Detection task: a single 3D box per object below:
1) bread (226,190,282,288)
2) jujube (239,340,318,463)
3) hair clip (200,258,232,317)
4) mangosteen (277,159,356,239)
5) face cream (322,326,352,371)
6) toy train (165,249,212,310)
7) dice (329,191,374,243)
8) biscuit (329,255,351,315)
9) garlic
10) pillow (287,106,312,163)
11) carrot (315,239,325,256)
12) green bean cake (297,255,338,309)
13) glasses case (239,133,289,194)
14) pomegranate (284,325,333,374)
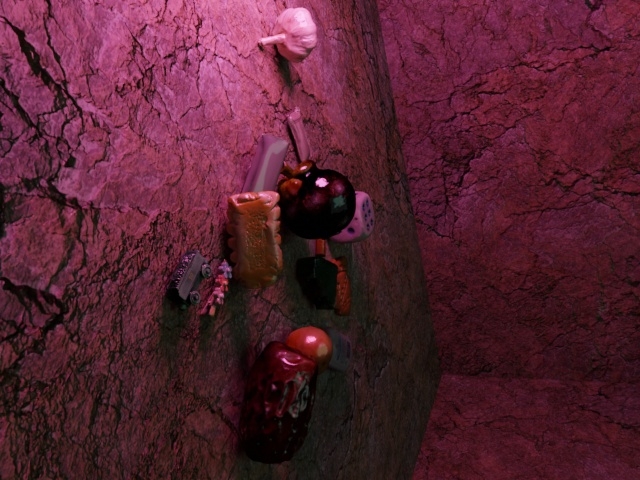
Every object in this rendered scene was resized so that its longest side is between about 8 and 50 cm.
[{"bbox_3d":[-0.213,-0.001,1.748,0.121,0.172,0.311,-157,-115,-74],"label":"bread"},{"bbox_3d":[-0.129,0.513,1.750,0.258,0.258,0.377,32,60,-60],"label":"jujube"},{"bbox_3d":[-0.303,0.141,1.648,0.062,0.056,0.214,61,35,-43],"label":"hair clip"},{"bbox_3d":[-0.015,-0.154,2.055,0.297,0.297,0.313,35,31,-59],"label":"mangosteen"},{"bbox_3d":[0.042,0.454,2.314,0.336,0.080,0.163,41,51,-56],"label":"face cream"},{"bbox_3d":[-0.365,0.109,1.513,0.099,0.070,0.172,53,42,-39],"label":"toy train"},{"bbox_3d":[0.127,-0.104,2.441,0.194,0.191,0.193,-47,129,-59],"label":"dice"},{"bbox_3d":[0.092,0.224,2.493,0.284,0.043,0.306,-60,139,-49],"label":"biscuit"},{"bbox_3d":[-0.138,-0.767,2.034,0.226,0.199,0.199,-20,107,-34],"label":"garlic"},{"bbox_3d":[-0.082,-0.423,2.217,0.131,0.038,0.233,-61,140,-54],"label":"pillow"},{"bbox_3d":[0.000,0.000,2.330,0.048,0.048,0.139,28,60,-61],"label":"carrot"},{"bbox_3d":[-0.017,0.171,2.199,0.208,0.107,0.193,33,61,-59],"label":"green bean cake"},{"bbox_3d":[-0.206,-0.211,1.860,0.128,0.083,0.308,28,74,-40],"label":"glasses case"},{"bbox_3d":[-0.041,0.411,2.022,0.191,0.191,0.191,-4,90,-65],"label":"pomegranate"}]
